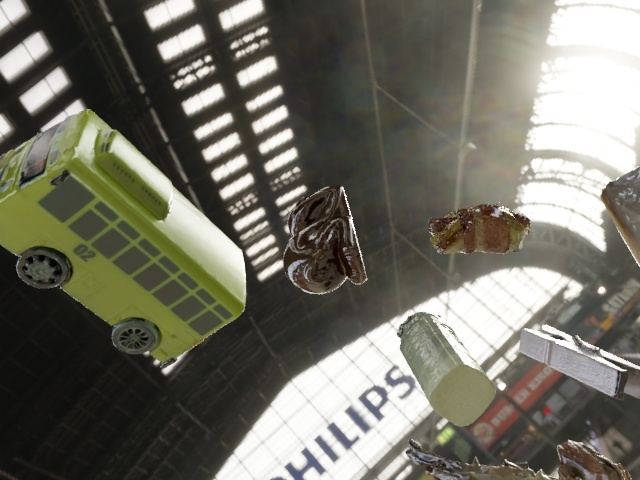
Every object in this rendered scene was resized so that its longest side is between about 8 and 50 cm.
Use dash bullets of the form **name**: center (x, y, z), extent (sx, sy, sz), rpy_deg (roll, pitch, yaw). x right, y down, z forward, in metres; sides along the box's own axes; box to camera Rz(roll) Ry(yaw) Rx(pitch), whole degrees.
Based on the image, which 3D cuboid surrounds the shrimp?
- **shrimp**: center (0.195, 0.239, 0.698), extent (0.117, 0.262, 0.066), rpy_deg (-46, -60, -15)

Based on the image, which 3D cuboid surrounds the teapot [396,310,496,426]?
- **teapot**: center (0.172, 0.168, 0.938), extent (0.077, 0.107, 0.200), rpy_deg (-53, 15, 9)

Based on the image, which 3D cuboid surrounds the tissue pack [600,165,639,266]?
- **tissue pack**: center (0.518, 0.001, 0.813), extent (0.306, 0.238, 0.238), rpy_deg (20, -68, -42)

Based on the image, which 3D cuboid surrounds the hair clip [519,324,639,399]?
- **hair clip**: center (0.598, 0.272, 1.613), extent (0.101, 0.331, 0.085), rpy_deg (-5, -75, -23)

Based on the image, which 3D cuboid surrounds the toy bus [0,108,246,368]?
- **toy bus**: center (-0.204, -0.003, 0.725), extent (0.150, 0.128, 0.262), rpy_deg (-33, -56, 16)

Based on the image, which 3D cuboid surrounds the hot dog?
- **hot dog**: center (0.331, -0.030, 1.468), extent (0.213, 0.146, 0.103), rpy_deg (-2, -68, -1)

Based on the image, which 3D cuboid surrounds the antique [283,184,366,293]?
- **antique**: center (0.000, 0.000, 1.309), extent (0.144, 0.256, 0.121), rpy_deg (-15, -51, 6)
